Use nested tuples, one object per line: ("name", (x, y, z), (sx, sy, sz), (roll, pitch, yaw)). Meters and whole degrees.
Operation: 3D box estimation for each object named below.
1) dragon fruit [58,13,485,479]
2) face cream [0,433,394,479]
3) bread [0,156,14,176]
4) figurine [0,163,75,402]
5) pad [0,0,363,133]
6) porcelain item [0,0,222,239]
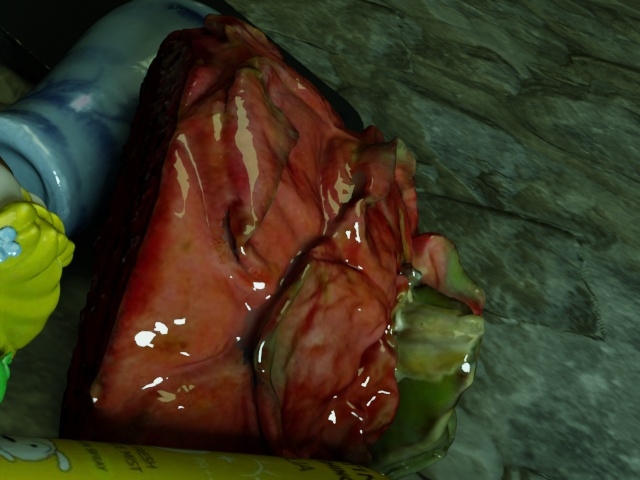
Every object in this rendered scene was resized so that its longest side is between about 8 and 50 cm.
("dragon fruit", (0.000, 0.000, 0.765), (0.205, 0.152, 0.317), (18, 46, -15))
("face cream", (-0.068, 0.134, 0.605), (0.349, 0.105, 0.105), (10, 28, -31))
("bread", (-0.348, -0.033, 0.630), (0.333, 0.143, 0.323), (30, 23, 12))
("figurine", (-0.137, 0.017, 0.569), (0.095, 0.115, 0.156), (-23, 50, -5))
("pad", (-0.179, -0.144, 1.178), (0.375, 0.063, 0.315), (41, 33, 15))
("porcelain item", (-0.121, -0.072, 0.951), (0.141, 0.141, 0.259), (32, 34, 15))
